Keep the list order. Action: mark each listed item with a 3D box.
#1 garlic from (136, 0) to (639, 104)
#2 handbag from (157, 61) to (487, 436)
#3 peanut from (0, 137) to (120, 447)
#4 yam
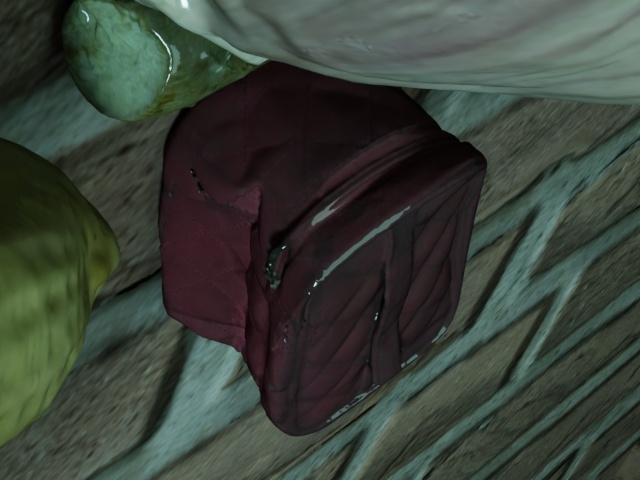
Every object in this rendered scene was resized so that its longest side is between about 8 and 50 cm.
[{"bbox_3d":[0.027,-0.170,0.547,0.259,0.317,0.317,-55,161,6],"label":"garlic"},{"bbox_3d":[0.000,0.000,1.044,0.146,0.135,0.225,-37,159,-23],"label":"handbag"},{"bbox_3d":[-0.185,0.038,0.686,0.147,0.147,0.319,-61,170,30],"label":"peanut"},{"bbox_3d":[0.034,-0.156,0.916,0.371,0.083,0.083,-36,157,-35],"label":"yam"}]
